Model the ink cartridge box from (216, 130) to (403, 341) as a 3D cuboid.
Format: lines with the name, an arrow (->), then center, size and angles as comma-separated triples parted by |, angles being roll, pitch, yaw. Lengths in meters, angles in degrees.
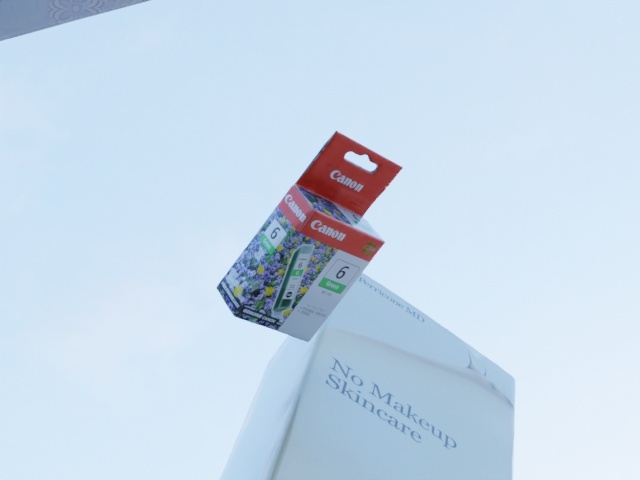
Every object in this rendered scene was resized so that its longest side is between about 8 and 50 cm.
ink cartridge box -> 0.000, 0.000, 0.658 | 0.062, 0.029, 0.115 | 23, -70, -43

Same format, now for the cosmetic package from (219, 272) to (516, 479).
cosmetic package -> 0.026, 0.157, 0.720 | 0.160, 0.309, 0.113 | 34, -64, -6

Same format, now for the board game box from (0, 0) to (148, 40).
board game box -> -0.083, -0.273, 0.517 | 0.318, 0.066, 0.318 | -21, -62, -20
